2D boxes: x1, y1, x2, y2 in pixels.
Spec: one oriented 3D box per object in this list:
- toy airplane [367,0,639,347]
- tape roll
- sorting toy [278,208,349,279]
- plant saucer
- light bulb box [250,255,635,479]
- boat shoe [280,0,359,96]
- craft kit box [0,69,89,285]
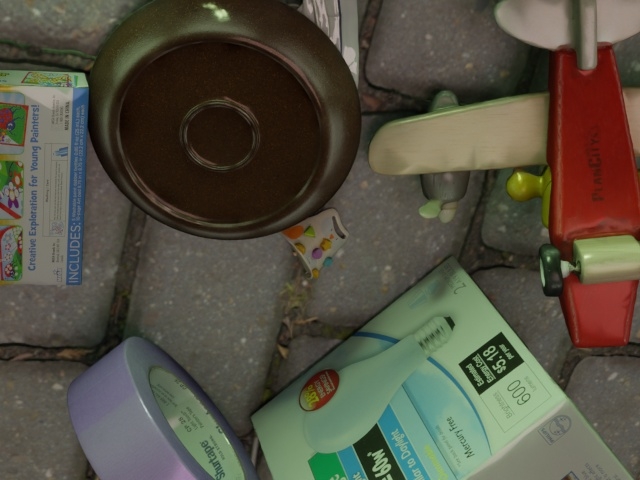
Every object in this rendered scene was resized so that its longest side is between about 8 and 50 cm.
[{"bbox_3d":[0.307,-0.117,1.323,0.386,0.272,0.384,40,90,6],"label":"toy airplane"},{"bbox_3d":[-0.179,0.250,1.328,0.090,0.275,0.275,-37,122,5],"label":"tape roll"},{"bbox_3d":[0.000,0.000,1.394,0.075,0.045,0.083,-41,124,-16],"label":"sorting toy"},{"bbox_3d":[-0.109,-0.123,1.228,0.311,0.050,0.310,1,121,1],"label":"plant saucer"},{"bbox_3d":[0.143,0.273,1.394,0.361,0.358,0.225,-39,120,4],"label":"light bulb box"},{"bbox_3d":[-0.004,-0.256,1.227,0.084,0.095,0.258,-5,112,-4],"label":"boat shoe"},{"bbox_3d":[-0.386,-0.065,1.224,0.247,0.061,0.249,-1,118,-20],"label":"craft kit box"}]
